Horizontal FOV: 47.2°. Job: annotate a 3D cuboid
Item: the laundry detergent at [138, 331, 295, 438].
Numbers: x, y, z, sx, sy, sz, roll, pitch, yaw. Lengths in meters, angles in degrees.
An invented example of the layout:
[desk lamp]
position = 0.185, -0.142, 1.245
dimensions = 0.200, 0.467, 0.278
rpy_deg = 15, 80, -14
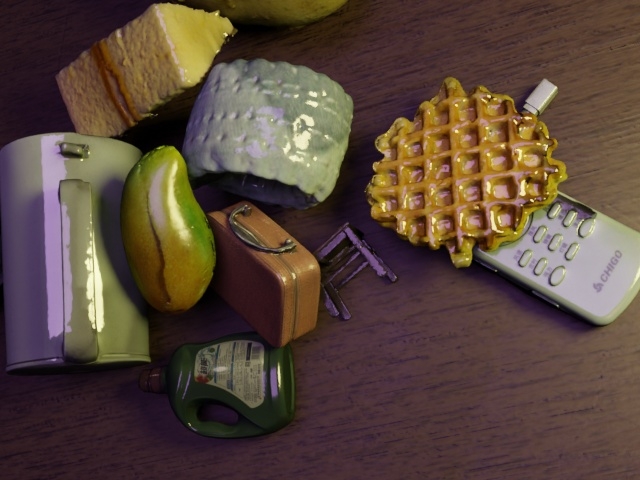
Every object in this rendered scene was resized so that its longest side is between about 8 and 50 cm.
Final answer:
[laundry detergent]
position = -0.149, 0.205, 1.023
dimensions = 0.221, 0.078, 0.144
rpy_deg = -8, 73, 11

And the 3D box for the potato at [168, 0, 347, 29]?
[potato]
position = -0.114, -0.434, 1.074
dimensions = 0.359, 0.219, 0.270
rpy_deg = 34, 108, 12

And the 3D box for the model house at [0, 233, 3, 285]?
[model house]
position = -0.633, -0.002, 1.109
dimensions = 0.271, 0.190, 0.301
rpy_deg = -41, 61, 30

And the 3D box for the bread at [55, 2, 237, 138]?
[bread]
position = -0.264, -0.242, 1.060
dimensions = 0.266, 0.142, 0.178
rpy_deg = -23, 48, 35

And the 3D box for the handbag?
[handbag]
position = -0.084, 0.039, 0.992
dimensions = 0.072, 0.151, 0.193
rpy_deg = -23, 51, -34

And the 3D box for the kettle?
[kettle]
position = -0.329, 0.021, 1.026
dimensions = 0.265, 0.205, 0.318
rpy_deg = -15, 74, 39

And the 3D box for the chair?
[chair]
position = 0.000, 0.000, 1.029
dimensions = 0.101, 0.084, 0.212
rpy_deg = -40, 72, 6

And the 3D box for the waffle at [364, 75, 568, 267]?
[waffle]
position = 0.181, -0.091, 0.969
dimensions = 0.243, 0.059, 0.238
rpy_deg = 39, 92, 24

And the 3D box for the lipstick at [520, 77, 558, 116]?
[lipstick]
position = 0.288, -0.175, 1.024
dimensions = 0.025, 0.025, 0.107
rpy_deg = 40, 95, 18

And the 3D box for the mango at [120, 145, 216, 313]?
[mango]
position = -0.197, -0.007, 0.957
dimensions = 0.125, 0.111, 0.233
rpy_deg = 11, 115, 15

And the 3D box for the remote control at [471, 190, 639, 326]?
[remote control]
position = 0.281, -0.006, 0.974
dimensions = 0.296, 0.056, 0.140
rpy_deg = 31, 89, 18

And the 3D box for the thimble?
[thimble]
position = -0.080, -0.136, 1.010
dimensions = 0.250, 0.205, 0.172
rpy_deg = 6, 78, 36
